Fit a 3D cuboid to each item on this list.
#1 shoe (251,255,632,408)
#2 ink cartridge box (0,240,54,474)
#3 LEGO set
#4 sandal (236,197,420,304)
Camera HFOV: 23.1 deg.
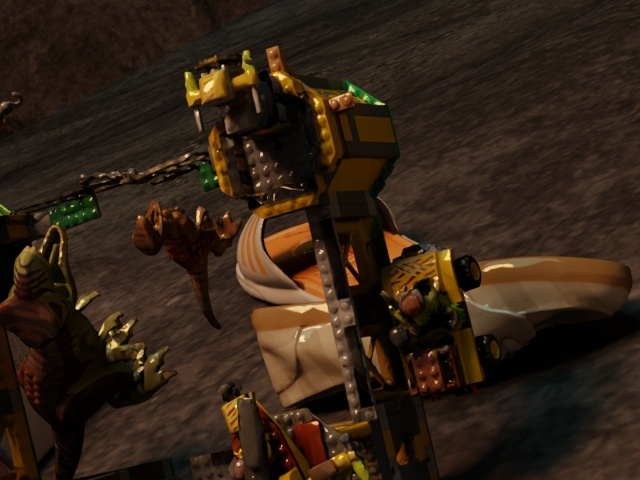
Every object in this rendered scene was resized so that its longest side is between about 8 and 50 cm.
[{"bbox_3d":[0.064,0.049,0.835,0.219,0.058,0.076,-11,-11,30],"label":"shoe"},{"bbox_3d":[-0.306,0.131,0.960,0.226,0.131,0.306,-14,16,25],"label":"ink cartridge box"},{"bbox_3d":[-0.110,0.055,0.682,0.331,0.255,0.192,-7,-1,28],"label":"LEGO set"},{"bbox_3d":[0.009,-0.005,1.041,0.102,0.076,0.265,-29,16,-17],"label":"sandal"}]
